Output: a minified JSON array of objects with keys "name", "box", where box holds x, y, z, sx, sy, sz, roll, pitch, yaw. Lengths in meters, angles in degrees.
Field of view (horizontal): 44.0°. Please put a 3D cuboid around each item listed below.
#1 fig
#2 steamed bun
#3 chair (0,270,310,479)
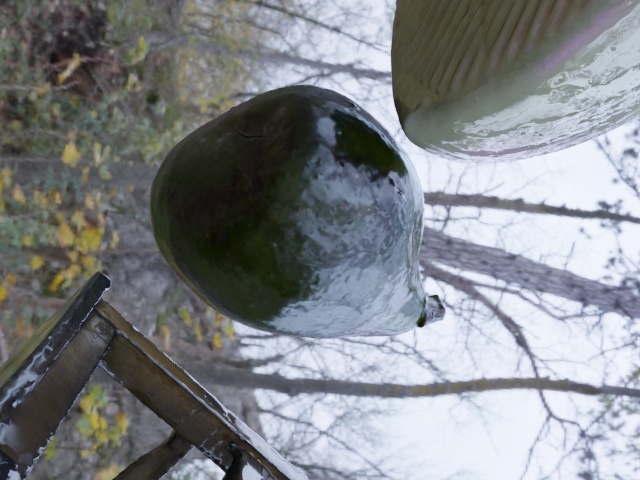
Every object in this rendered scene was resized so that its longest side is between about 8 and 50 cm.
[{"name":"fig","box":[0.000,0.000,0.586,0.195,0.245,0.195,-39,-165,13]},{"name":"steamed bun","box":[0.164,-0.146,0.505,0.238,0.152,0.170,-28,-128,42]},{"name":"chair","box":[-0.195,0.113,0.375,0.203,0.416,0.240,-42,-168,10]}]
